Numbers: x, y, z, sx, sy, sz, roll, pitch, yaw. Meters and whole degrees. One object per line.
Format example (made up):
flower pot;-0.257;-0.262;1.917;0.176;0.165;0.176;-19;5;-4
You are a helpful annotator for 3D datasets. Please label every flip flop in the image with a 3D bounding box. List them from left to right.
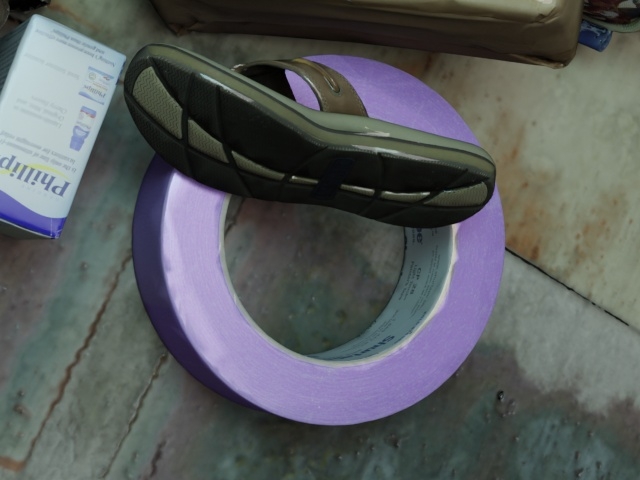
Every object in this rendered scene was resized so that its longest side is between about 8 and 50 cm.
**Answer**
flip flop;-0.004;-0.081;1.007;0.277;0.112;0.080;13;59;-18

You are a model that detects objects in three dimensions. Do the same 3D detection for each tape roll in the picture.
tape roll;0.000;0.000;1.102;0.274;0.090;0.275;0;90;-22

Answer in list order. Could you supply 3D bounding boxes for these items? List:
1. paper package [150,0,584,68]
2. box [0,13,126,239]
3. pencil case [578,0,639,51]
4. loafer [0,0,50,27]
paper package;0.049;-0.304;1.025;0.309;0.168;0.325;7;85;9
box;-0.204;-0.074;1.003;0.072;0.126;0.137;23;81;-21
pencil case;0.331;-0.342;1.197;0.183;0.160;0.410;43;74;6
loafer;-0.242;-0.171;0.899;0.133;0.366;0.130;3;107;17
